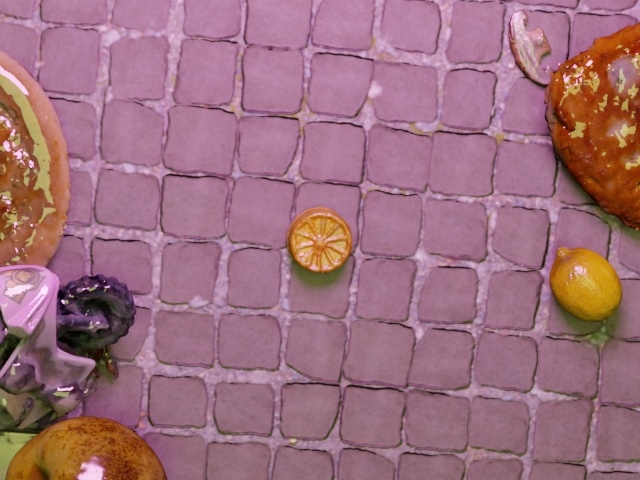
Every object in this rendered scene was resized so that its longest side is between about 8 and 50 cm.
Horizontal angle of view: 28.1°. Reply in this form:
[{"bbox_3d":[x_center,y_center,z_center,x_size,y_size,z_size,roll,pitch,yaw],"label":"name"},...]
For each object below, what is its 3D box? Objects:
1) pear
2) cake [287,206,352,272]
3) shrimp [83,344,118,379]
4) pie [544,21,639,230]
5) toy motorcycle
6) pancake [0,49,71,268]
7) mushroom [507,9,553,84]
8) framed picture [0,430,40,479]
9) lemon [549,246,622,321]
[{"bbox_3d":[-0.272,0.311,1.518,0.197,0.197,0.197,0,95,-5],"label":"pear"},{"bbox_3d":[0.000,0.000,1.595,0.084,0.044,0.084,0,95,-4],"label":"cake"},{"bbox_3d":[-0.279,0.135,1.590,0.038,0.029,0.092,-18,100,-4],"label":"shrimp"},{"bbox_3d":[0.434,-0.154,1.599,0.308,0.085,0.308,-1,98,-9],"label":"pie"},{"bbox_3d":[-0.376,0.139,1.494,0.327,0.143,0.188,-40,139,10],"label":"toy motorcycle"},{"bbox_3d":[-0.486,-0.057,1.534,0.382,0.071,0.382,0,95,-5],"label":"pancake"},{"bbox_3d":[0.265,-0.241,1.609,0.049,0.019,0.101,-28,97,-3],"label":"mushroom"},{"bbox_3d":[-0.380,0.322,1.606,0.231,0.010,0.173,6,95,-5],"label":"framed picture"},{"bbox_3d":[0.332,0.054,1.611,0.082,0.082,0.110,-43,99,0],"label":"lemon"}]
